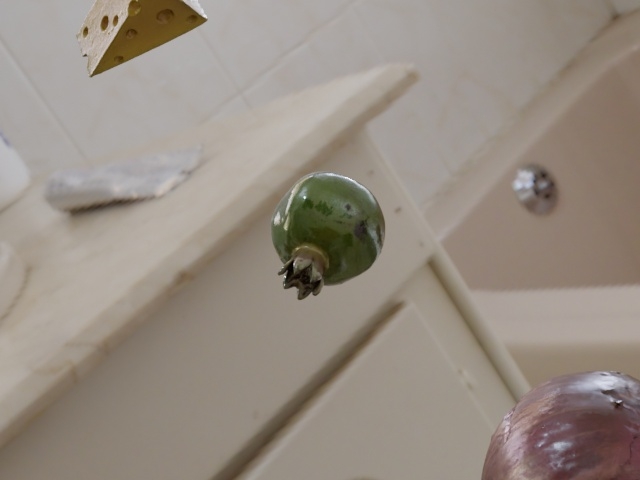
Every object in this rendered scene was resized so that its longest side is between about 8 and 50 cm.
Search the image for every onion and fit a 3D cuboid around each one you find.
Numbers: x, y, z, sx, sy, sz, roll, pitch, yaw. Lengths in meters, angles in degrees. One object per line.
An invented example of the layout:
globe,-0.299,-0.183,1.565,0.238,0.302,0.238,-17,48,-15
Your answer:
onion,0.300,0.345,1.488,0.385,0.348,0.348,-30,16,27

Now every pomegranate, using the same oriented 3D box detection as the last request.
pomegranate,0.002,0.001,1.950,0.187,0.187,0.225,-21,25,37

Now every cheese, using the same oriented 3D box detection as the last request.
cheese,-0.261,-0.299,1.668,0.171,0.126,0.093,-36,56,17
